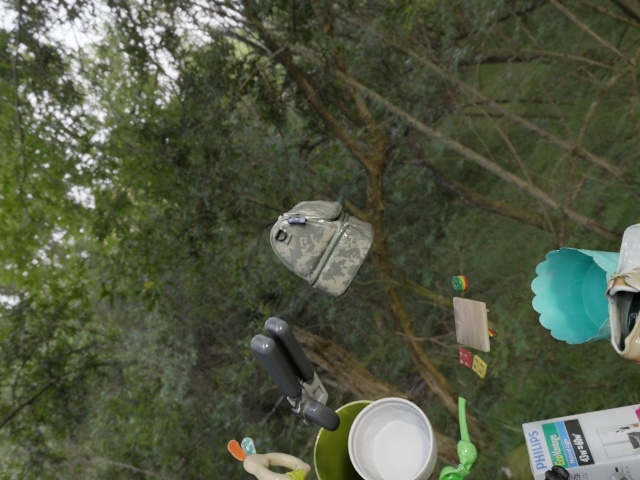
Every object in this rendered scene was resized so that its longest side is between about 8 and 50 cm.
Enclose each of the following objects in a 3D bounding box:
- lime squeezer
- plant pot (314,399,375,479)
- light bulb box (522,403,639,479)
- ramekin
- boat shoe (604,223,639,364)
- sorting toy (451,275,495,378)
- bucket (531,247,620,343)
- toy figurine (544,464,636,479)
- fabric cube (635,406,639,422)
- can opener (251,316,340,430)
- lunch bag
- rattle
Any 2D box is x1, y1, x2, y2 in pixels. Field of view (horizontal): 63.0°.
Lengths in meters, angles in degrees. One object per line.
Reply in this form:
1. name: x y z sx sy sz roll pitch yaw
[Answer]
1. lime squeezer: 0.301 0.523 1.236 0.110 0.059 0.310 17 66 42
2. plant pot: 0.170 0.651 1.526 0.275 0.293 0.274 -17 49 20
3. light bulb box: 0.814 0.702 1.488 0.361 0.357 0.225 -16 13 17
4. ramekin: 0.181 0.494 1.254 0.207 0.109 0.207 -15 49 19
5. boat shoe: 0.649 0.099 1.064 0.113 0.103 0.302 125 154 -65
6. sorting toy: 0.430 0.236 1.446 0.046 0.274 0.132 -7 4 -20
7. bucket: 0.755 0.152 1.454 0.281 0.183 0.281 -178 90 -71
8. toy figurine: 0.545 0.573 1.033 0.209 0.213 0.148 -65 -28 -68
9. fabric cube: 0.684 0.324 0.733 0.254 0.258 0.259 -51 21 31
10. can opener: -0.027 0.249 0.928 0.076 0.095 0.283 -51 -40 -28
11. lunch bag: 0.000 0.000 1.494 0.212 0.256 0.305 -63 0 14
12. rattle: -0.129 0.561 1.219 0.130 0.200 0.142 -44 -41 -66
